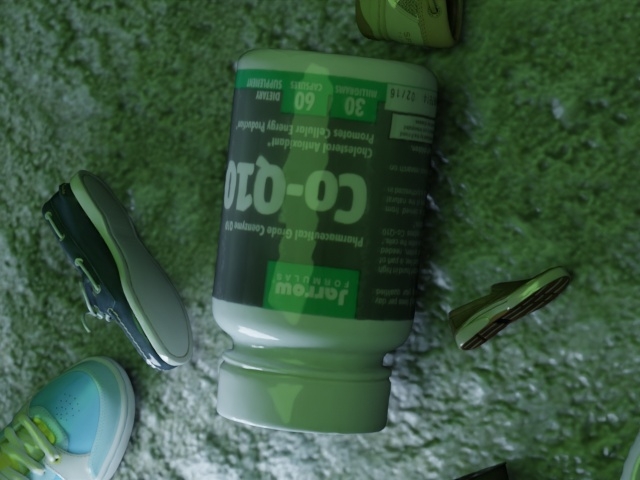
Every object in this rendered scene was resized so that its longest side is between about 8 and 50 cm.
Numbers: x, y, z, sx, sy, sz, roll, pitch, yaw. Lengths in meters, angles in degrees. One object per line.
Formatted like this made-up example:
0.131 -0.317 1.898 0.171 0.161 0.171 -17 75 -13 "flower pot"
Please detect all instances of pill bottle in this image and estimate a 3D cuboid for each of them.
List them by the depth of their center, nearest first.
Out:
0.000 0.000 1.768 0.204 0.204 0.361 6 92 26 "pill bottle"

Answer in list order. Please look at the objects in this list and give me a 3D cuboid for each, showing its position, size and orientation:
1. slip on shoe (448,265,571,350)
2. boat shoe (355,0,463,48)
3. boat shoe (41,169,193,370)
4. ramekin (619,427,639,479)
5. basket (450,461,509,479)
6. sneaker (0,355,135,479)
0.184 0.058 1.766 0.135 0.051 0.041 -38 62 27 "slip on shoe"
0.117 -0.362 1.771 0.110 0.121 0.341 12 105 21 "boat shoe"
-0.225 0.042 1.936 0.079 0.095 0.254 -39 72 19 "boat shoe"
0.393 0.239 1.615 0.273 0.127 0.273 -1 88 26 "ramekin"
0.129 0.356 1.734 0.204 0.154 0.227 -24 83 25 "basket"
-0.346 0.255 1.929 0.127 0.208 0.319 45 107 21 "sneaker"
